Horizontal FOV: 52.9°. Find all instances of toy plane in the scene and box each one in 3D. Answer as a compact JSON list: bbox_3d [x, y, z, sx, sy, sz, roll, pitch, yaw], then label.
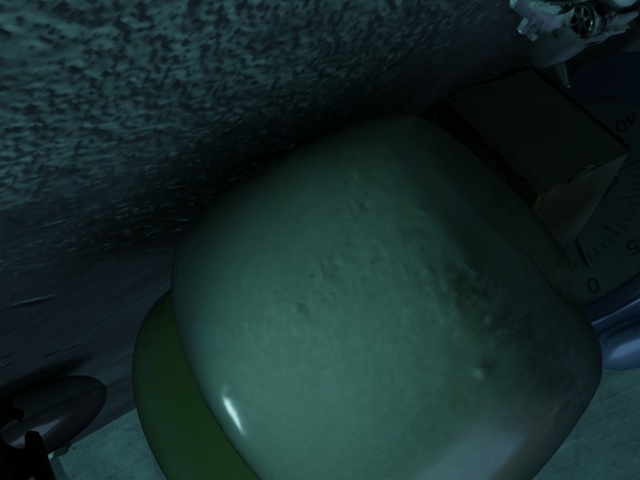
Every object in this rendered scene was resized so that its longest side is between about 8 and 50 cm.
[{"bbox_3d":[0.203,-0.172,0.480,0.162,0.065,0.171,-15,164,-13],"label":"toy plane"}]

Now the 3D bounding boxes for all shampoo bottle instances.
[{"bbox_3d":[0.039,0.075,0.517,0.317,0.322,0.322,-36,170,18],"label":"shampoo bottle"}]

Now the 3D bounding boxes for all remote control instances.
[{"bbox_3d":[-0.463,0.291,0.928,0.332,0.103,0.221,-31,174,5],"label":"remote control"}]

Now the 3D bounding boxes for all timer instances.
[{"bbox_3d":[0.320,-0.023,0.806,0.395,0.395,0.173,-33,134,29],"label":"timer"}]

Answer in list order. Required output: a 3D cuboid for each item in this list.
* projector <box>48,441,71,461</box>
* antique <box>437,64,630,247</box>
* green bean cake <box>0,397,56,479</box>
[{"bbox_3d":[-0.669,0.468,1.345,0.257,0.099,0.192,-27,171,-16],"label":"projector"},{"bbox_3d":[0.195,-0.066,0.662,0.148,0.146,0.152,-23,147,-21],"label":"antique"},{"bbox_3d":[-0.309,0.263,0.440,0.218,0.335,0.319,-26,176,-10],"label":"green bean cake"}]
